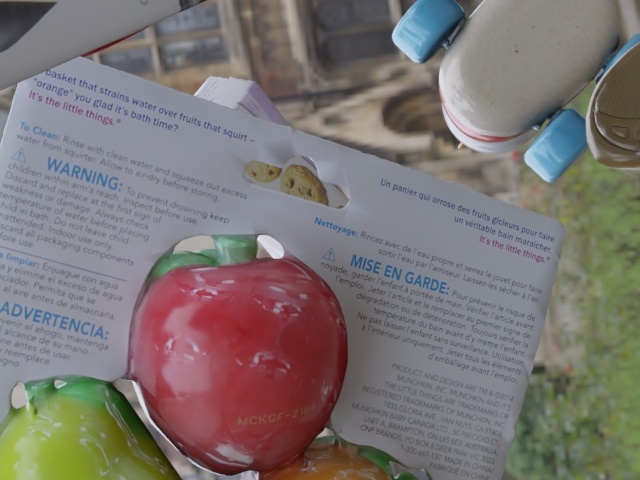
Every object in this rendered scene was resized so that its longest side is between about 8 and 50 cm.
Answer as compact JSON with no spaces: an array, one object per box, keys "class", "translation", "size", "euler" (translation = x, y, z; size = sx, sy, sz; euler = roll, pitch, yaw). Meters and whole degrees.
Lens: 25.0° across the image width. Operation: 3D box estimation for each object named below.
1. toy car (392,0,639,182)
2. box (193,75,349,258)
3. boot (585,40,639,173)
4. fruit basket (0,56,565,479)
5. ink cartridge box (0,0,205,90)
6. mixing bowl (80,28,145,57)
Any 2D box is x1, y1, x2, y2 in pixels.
[{"class":"toy car","translation":[0.203,-0.172,1.513],"size":[0.219,0.210,0.238],"euler":[43,169,7]},{"class":"box","translation":[0.000,0.000,1.168],"size":[0.067,0.063,0.324],"euler":[-52,-54,-18]},{"class":"boot","translation":[0.254,-0.064,0.699],"size":[0.165,0.213,0.077],"euler":[18,-118,-41]},{"class":"fruit basket","translation":[-0.052,0.114,0.763],"size":[0.165,0.327,0.353],"euler":[-6,70,65]},{"class":"ink cartridge box","translation":[-0.118,-0.185,0.522],"size":[0.129,0.307,0.223],"euler":[22,135,55]},{"class":"mixing bowl","translation":[-0.149,-0.201,0.939],"size":[0.098,0.181,0.181],"euler":[60,-173,5]}]
